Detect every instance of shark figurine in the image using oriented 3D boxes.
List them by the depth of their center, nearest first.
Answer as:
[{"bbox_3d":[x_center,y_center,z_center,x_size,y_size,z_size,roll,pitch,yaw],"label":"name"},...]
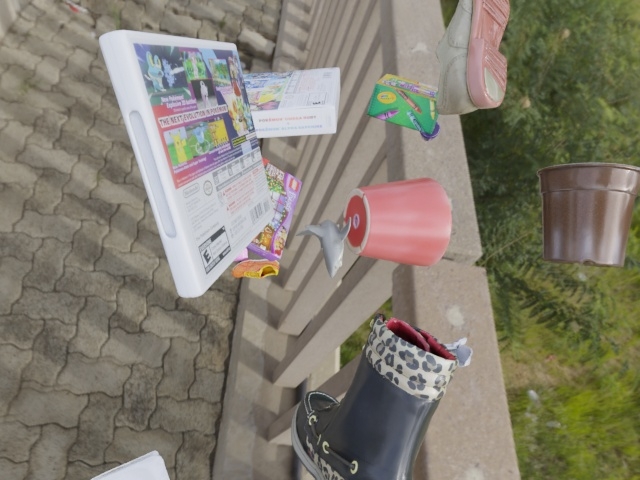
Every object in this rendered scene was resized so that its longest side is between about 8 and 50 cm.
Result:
[{"bbox_3d":[0.000,-0.024,1.386,0.116,0.166,0.278,12,16,-18],"label":"shark figurine"}]

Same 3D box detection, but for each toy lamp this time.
[{"bbox_3d":[0.400,-0.435,1.677,0.080,0.275,0.080,-1,75,5],"label":"toy lamp"}]

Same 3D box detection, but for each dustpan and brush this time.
[{"bbox_3d":[0.358,0.298,1.276,0.211,0.147,0.060,11,78,-53],"label":"dustpan and brush"}]

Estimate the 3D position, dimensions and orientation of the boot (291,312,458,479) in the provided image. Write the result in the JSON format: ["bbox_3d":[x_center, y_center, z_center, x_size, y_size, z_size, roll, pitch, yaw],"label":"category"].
[{"bbox_3d":[0.045,0.156,0.462,0.085,0.236,0.179,18,93,-14],"label":"boot"}]

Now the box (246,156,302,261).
[{"bbox_3d":[-0.182,-0.107,1.478,0.201,0.057,0.293,30,60,-30],"label":"box"}]

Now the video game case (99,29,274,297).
[{"bbox_3d":[-0.095,-0.076,0.406,0.023,0.183,0.201,-7,18,14],"label":"video game case"}]

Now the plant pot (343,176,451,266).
[{"bbox_3d":[0.213,-0.056,1.404,0.243,0.275,0.275,-1,62,-19],"label":"plant pot"}]

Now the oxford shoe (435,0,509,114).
[{"bbox_3d":[0.312,-0.461,1.014,0.140,0.146,0.397,22,70,-40],"label":"oxford shoe"}]

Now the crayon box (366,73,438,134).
[{"bbox_3d":[0.226,-0.362,1.220,0.165,0.081,0.278,19,27,6],"label":"crayon box"}]

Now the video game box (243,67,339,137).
[{"bbox_3d":[-0.064,-0.221,0.745,0.187,0.048,0.205,0,35,5],"label":"video game box"}]

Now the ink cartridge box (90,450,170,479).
[{"bbox_3d":[-0.315,0.554,0.835,0.121,0.289,0.211,-13,45,-32],"label":"ink cartridge box"}]

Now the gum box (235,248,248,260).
[{"bbox_3d":[-0.325,-0.021,1.695,0.107,0.062,0.188,-6,106,-10],"label":"gum box"}]

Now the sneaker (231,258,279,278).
[{"bbox_3d":[-0.236,0.105,1.679,0.175,0.064,0.067,-11,35,8],"label":"sneaker"}]

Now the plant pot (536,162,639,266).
[{"bbox_3d":[0.465,-0.039,0.824,0.167,0.167,0.165,6,87,-14],"label":"plant pot"}]
